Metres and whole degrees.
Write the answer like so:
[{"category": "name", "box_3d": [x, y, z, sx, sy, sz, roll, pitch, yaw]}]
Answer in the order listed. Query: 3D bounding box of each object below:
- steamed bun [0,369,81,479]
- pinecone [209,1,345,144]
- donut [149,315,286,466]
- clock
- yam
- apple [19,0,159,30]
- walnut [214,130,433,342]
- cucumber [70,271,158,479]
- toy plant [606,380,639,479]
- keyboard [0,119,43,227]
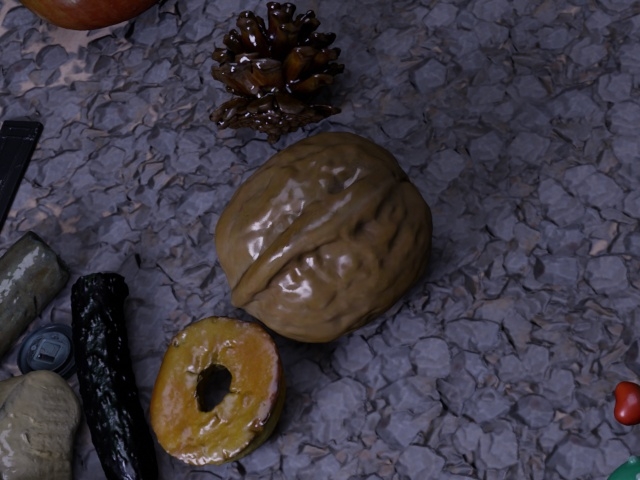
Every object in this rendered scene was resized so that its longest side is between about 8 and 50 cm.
[{"category": "steamed bun", "box_3d": [-0.382, 0.238, 1.861, 0.231, 0.110, 0.212, 18, 64, 23]}, {"category": "pinecone", "box_3d": [-0.056, -0.218, 2.038, 0.179, 0.150, 0.195, 0, 55, 23]}, {"category": "donut", "box_3d": [-0.114, 0.179, 1.833, 0.162, 0.065, 0.178, 17, 77, 27]}, {"category": "clock", "box_3d": [-0.335, 0.141, 1.963, 0.085, 0.017, 0.085, -7, 56, 11]}, {"category": "yam", "box_3d": [-0.415, 0.102, 1.969, 0.093, 0.093, 0.259, 30, 71, 30]}, {"category": "apple", "box_3d": [-0.328, -0.446, 2.194, 0.301, 0.301, 0.301, -8, 56, 12]}, {"category": "walnut", "box_3d": [0.000, 0.000, 1.837, 0.257, 0.257, 0.224, -37, 87, -9]}, {"category": "cucumber", "box_3d": [-0.249, 0.177, 1.881, 0.081, 0.072, 0.303, -17, 55, 5]}, {"category": "toy plant", "box_3d": [0.432, 0.252, 1.567, 0.400, 0.185, 0.279, -16, 74, 26]}, {"category": "keyboard", "box_3d": [-0.435, -0.077, 2.138, 0.061, 0.013, 0.204, 5, 60, 20]}]
